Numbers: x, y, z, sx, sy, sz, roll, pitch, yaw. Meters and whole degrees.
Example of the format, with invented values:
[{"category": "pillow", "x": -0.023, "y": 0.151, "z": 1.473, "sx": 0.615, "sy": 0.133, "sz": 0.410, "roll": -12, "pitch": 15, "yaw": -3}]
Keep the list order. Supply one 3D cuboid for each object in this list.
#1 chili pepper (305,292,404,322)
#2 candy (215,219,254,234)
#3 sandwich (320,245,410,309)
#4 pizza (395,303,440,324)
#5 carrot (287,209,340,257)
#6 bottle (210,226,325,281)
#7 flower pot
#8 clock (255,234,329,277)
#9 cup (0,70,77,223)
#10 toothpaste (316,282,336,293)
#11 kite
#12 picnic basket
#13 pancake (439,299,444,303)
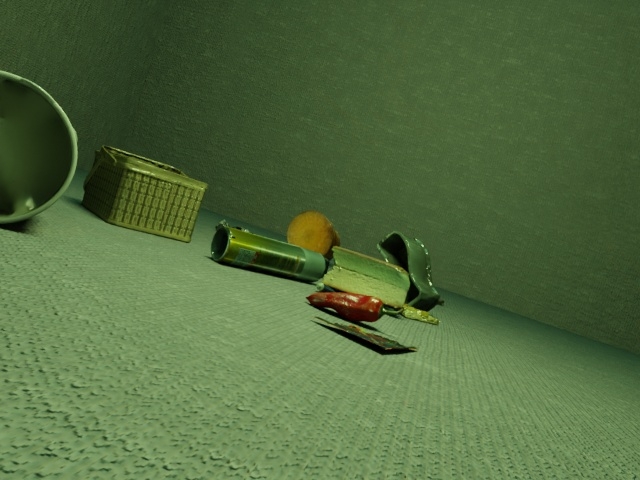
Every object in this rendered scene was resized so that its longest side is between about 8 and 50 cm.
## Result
[{"category": "chili pepper", "x": 0.057, "y": 0.121, "z": 0.939, "sx": 0.191, "sy": 0.050, "sz": 0.059, "roll": 6, "pitch": 0, "yaw": 24}, {"category": "candy", "x": -0.309, "y": -0.032, "z": 1.960, "sx": 0.226, "sy": 0.051, "sz": 0.094, "roll": 19, "pitch": -1, "yaw": 38}, {"category": "sandwich", "x": 0.102, "y": 0.090, "z": 1.255, "sx": 0.186, "sy": 0.108, "sz": 0.220, "roll": 18, "pitch": -3, "yaw": -8}, {"category": "pizza", "x": 0.231, "y": 0.179, "z": 1.267, "sx": 0.123, "sy": 0.026, "sz": 0.108, "roll": 19, "pitch": 4, "yaw": 22}, {"category": "carrot", "x": 0.000, "y": 0.000, "z": 2.005, "sx": 0.196, "sy": 0.196, "sz": 0.254, "roll": 19, "pitch": -1, "yaw": 21}, {"category": "bottle", "x": -0.116, "y": 0.038, "z": 1.219, "sx": 0.286, "sy": 0.082, "sz": 0.082, "roll": 17, "pitch": 2, "yaw": -39}, {"category": "flower pot", "x": 0.249, "y": 0.090, "z": 1.441, "sx": 0.108, "sy": 0.229, "sz": 0.103, "roll": 17, "pitch": -40, "yaw": -43}, {"category": "clock", "x": -0.106, "y": 0.044, "z": 1.560, "sx": 0.281, "sy": 0.055, "sz": 0.280, "roll": 19, "pitch": 2, "yaw": -1}, {"category": "cup", "x": -0.541, "y": -0.141, "z": 0.817, "sx": 0.290, "sy": 0.219, "sz": 0.257, "roll": -18, "pitch": 16, "yaw": -22}, {"category": "toothpaste", "x": 0.011, "y": 0.113, "z": 1.204, "sx": 0.027, "sy": 0.019, "sz": 0.083, "roll": 18, "pitch": -6, "yaw": 29}, {"category": "kite", "x": 0.075, "y": 0.151, "z": 0.811, "sx": 0.190, "sy": 0.010, "sz": 0.159, "roll": 19, "pitch": 0, "yaw": -9}, {"category": "picnic basket", "x": -0.471, "y": -0.131, "z": 1.355, "sx": 0.228, "sy": 0.175, "sz": 0.313, "roll": 16, "pitch": 2, "yaw": -39}, {"category": "pancake", "x": 0.381, "y": 0.206, "z": 1.973, "sx": 0.199, "sy": 0.021, "sz": 0.199, "roll": 18, "pitch": 1, "yaw": 0}]
